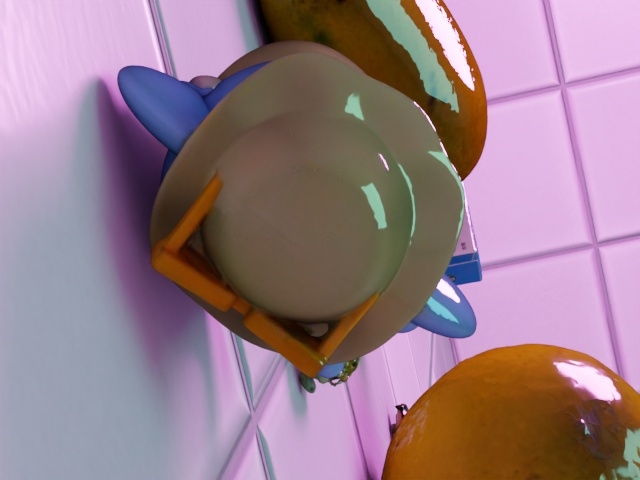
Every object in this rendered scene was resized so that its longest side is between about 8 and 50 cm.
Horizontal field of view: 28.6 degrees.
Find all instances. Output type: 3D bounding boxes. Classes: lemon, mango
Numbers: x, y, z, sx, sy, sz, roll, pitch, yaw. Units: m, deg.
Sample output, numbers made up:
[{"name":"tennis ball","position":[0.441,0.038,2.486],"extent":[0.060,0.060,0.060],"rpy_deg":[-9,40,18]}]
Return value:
[{"name":"lemon","position":[0.193,0.245,1.162],"extent":[0.297,0.297,0.297],"rpy_deg":[-12,90,-82]},{"name":"mango","position":[0.043,-0.169,1.158],"extent":[0.317,0.173,0.211],"rpy_deg":[55,27,-39]}]

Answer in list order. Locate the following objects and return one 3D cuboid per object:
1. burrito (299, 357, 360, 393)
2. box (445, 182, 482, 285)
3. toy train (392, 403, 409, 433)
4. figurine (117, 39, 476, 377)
[{"name":"burrito","position":[0.000,0.000,0.994],"extent":[0.104,0.054,0.288],"rpy_deg":[71,8,-52]},{"name":"box","position":[0.092,-0.040,1.383],"extent":[0.073,0.139,0.194],"rpy_deg":[67,13,-58]},{"name":"toy train","position":[0.133,0.258,1.462],"extent":[0.194,0.081,0.125],"rpy_deg":[60,24,-71]},{"name":"figurine","position":[-0.002,-0.020,0.637],"extent":[0.180,0.154,0.262],"rpy_deg":[67,12,0]}]
